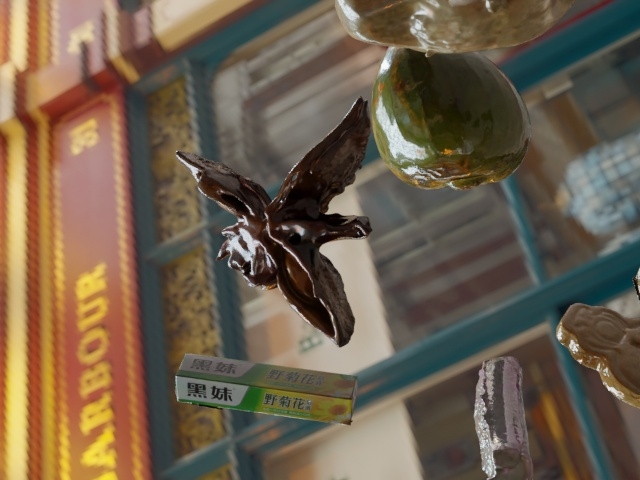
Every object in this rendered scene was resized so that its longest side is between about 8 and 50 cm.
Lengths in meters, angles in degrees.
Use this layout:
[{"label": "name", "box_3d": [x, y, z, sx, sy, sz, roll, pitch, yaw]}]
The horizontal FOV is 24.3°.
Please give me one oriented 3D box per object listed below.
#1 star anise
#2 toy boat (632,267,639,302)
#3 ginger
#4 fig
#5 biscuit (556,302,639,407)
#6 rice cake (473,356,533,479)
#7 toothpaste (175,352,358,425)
[{"label": "star anise", "box_3d": [-0.008, -0.004, 1.002, 0.144, 0.140, 0.158, 10, -104, -63]}, {"label": "toy boat", "box_3d": [0.485, 0.114, 2.004, 0.064, 0.072, 0.206, -7, -105, -52]}, {"label": "ginger", "box_3d": [0.097, -0.290, 1.329, 0.304, 0.244, 0.155, 57, 178, 32]}, {"label": "fig", "box_3d": [0.162, -0.175, 1.906, 0.203, 0.203, 0.225, 14, -120, -68]}, {"label": "biscuit", "box_3d": [0.361, 0.138, 1.572, 0.236, 0.040, 0.144, 32, -150, 12]}, {"label": "rice cake", "box_3d": [0.185, 0.181, 1.513, 0.270, 0.055, 0.049, -71, -11, -73]}, {"label": "toothpaste", "box_3d": [-0.052, 0.147, 1.468, 0.043, 0.178, 0.037, -71, -14, -55]}]
